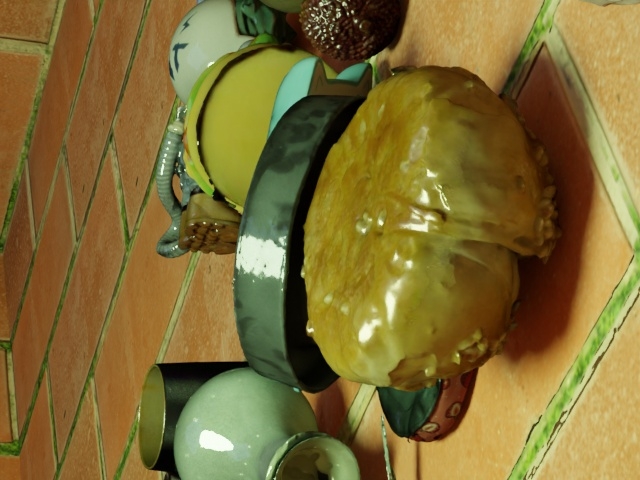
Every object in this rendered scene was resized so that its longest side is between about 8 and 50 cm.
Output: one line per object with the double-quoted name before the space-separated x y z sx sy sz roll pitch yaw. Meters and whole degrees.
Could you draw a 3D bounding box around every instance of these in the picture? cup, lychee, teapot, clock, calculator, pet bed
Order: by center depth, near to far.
"pet bed" 0.106 0.116 1.877 0.201 0.053 0.201 -174 90 -71
"clock" 0.000 0.000 1.904 0.325 0.067 0.325 11 -90 -70
"calculator" -0.010 -0.016 2.039 0.256 0.054 0.386 -9 -75 -69
"teapot" -0.057 0.250 2.042 0.251 0.183 0.183 -163 79 -64
"lychee" 0.033 -0.267 2.080 0.129 0.123 0.123 -174 89 -66
"cup" -0.131 0.253 2.324 0.239 0.177 0.166 -121 41 -59

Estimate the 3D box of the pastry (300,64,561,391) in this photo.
"pastry" 0.112 -0.008 1.691 0.284 0.184 0.316 -5 72 62

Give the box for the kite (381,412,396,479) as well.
"kite" 0.087 0.307 1.887 0.229 0.012 0.250 132 129 -76

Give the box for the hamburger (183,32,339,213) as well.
"hamburger" -0.065 -0.138 2.194 0.149 0.237 0.237 -161 77 -73

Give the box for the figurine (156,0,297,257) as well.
"figurine" -0.116 -0.175 2.392 0.261 0.186 0.382 144 133 -58

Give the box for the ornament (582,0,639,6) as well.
"ornament" 0.219 -0.296 1.363 0.259 0.259 0.225 -142 66 -67

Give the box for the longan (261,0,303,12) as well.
"longan" -0.019 -0.375 2.164 0.159 0.185 0.204 37 156 21
